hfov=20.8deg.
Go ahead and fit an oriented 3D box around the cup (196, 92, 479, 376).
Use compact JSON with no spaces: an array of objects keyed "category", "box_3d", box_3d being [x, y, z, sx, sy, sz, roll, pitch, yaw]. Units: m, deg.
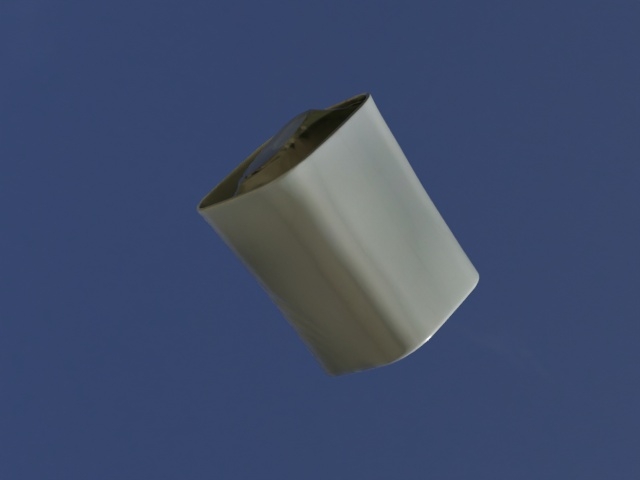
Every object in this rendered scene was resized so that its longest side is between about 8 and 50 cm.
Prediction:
[{"category":"cup","box_3d":[0.000,0.000,0.958,0.128,0.095,0.129,-19,-70,49]}]
